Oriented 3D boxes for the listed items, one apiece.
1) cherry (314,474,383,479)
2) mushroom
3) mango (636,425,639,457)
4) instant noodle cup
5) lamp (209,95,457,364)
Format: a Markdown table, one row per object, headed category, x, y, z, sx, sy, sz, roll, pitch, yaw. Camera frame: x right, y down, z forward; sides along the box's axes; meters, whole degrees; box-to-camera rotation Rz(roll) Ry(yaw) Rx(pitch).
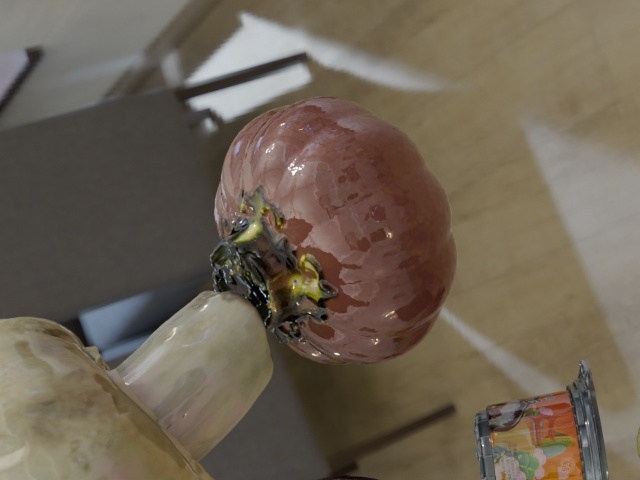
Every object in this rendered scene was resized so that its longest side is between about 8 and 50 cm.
| category | x | y | z | sx | sy | sz | roll | pitch | yaw |
| --- | --- | --- | --- | --- | --- | --- | --- | --- | --- |
| cherry | 0.033 | 0.254 | 0.772 | 0.255 | 0.218 | 0.296 | 36 | 156 | 24 |
| mushroom | -0.216 | 0.231 | 1.443 | 0.353 | 0.353 | 0.325 | 26 | 122 | 50 |
| mango | 0.460 | 0.238 | 1.742 | 0.137 | 0.195 | 0.098 | 5 | 101 | 40 |
| instant noodle cup | 0.224 | 0.230 | 1.492 | 0.177 | 0.125 | 0.208 | -8 | -89 | -84 |
| lamp | 0.000 | 0.000 | 1.562 | 0.305 | 0.239 | 0.305 | 32 | 137 | 36 |
